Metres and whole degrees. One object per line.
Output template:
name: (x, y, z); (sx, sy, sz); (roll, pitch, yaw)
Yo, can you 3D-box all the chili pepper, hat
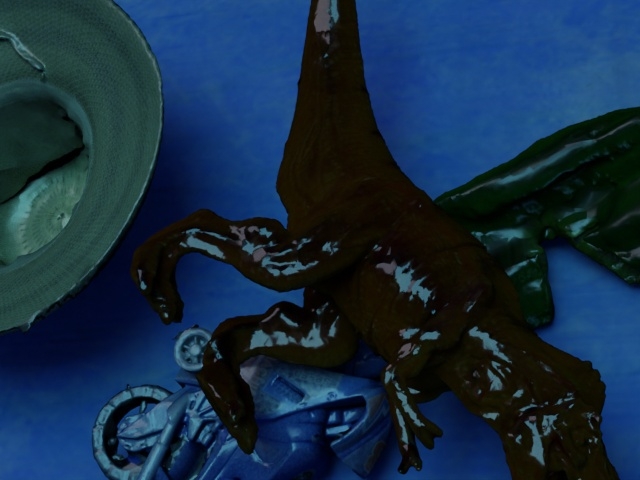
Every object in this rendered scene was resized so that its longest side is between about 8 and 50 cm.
chili pepper: (0.159, -0.022, 1.023); (0.253, 0.083, 0.099); (-23, 67, 10)
hat: (-0.181, -0.031, 1.124); (0.252, 0.110, 0.252); (-10, 65, 22)

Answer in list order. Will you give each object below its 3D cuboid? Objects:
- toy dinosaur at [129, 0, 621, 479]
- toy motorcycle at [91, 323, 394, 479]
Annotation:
toy dinosaur: (0.000, 0.000, 0.980); (0.208, 0.097, 0.432); (-24, 63, -10)
toy motorcycle: (-0.031, 0.102, 1.028); (0.205, 0.076, 0.114); (-27, 65, 4)
